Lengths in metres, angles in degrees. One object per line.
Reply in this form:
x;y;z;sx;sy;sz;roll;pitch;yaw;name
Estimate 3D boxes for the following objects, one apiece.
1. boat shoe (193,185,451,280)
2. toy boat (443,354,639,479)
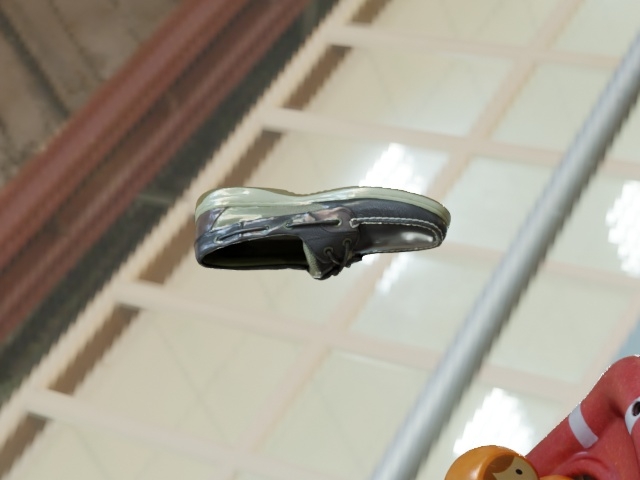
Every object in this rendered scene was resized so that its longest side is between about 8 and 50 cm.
0.000;0.000;1.093;0.056;0.152;0.049;71;-159;-56;boat shoe
0.141;0.164;1.126;0.151;0.151;0.231;21;-54;-29;toy boat
